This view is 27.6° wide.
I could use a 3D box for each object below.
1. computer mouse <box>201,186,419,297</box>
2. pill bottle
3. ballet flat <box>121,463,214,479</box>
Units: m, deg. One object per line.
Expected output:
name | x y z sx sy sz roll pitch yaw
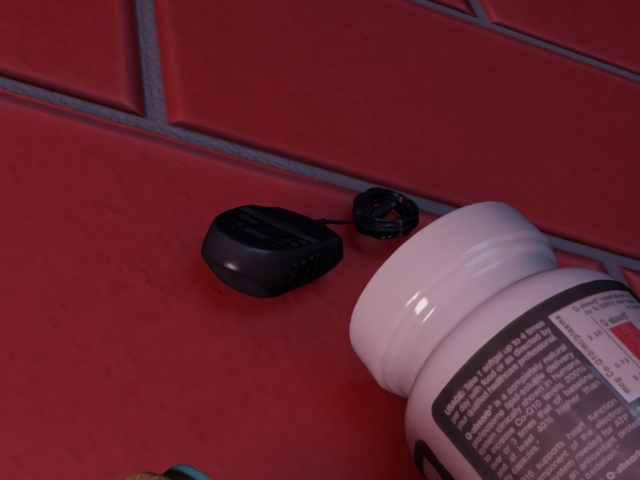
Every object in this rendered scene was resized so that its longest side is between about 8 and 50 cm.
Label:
computer mouse | 0.000 0.000 0.894 0.071 0.041 0.242 25 22 28
pill bottle | 0.146 0.115 0.716 0.162 0.162 0.278 -5 45 -43
ballet flat | 0.026 0.232 0.515 0.349 0.123 0.123 37 32 11
